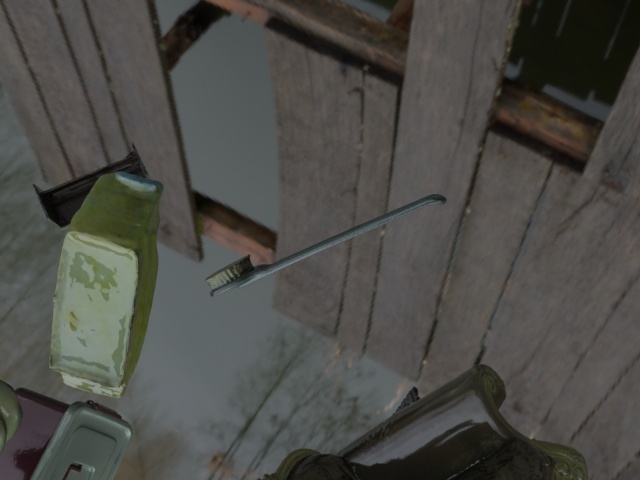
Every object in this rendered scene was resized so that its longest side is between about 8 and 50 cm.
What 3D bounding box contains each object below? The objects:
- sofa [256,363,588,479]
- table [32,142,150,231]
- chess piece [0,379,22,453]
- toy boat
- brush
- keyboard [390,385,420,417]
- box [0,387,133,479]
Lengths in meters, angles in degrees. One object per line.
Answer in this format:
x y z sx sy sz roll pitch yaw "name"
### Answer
0.058 0.209 0.607 0.200 0.258 0.182 -38 97 29 "sofa"
-0.318 -0.072 1.221 0.175 0.146 0.062 127 118 -81 "table"
-0.576 0.348 1.214 0.182 0.330 0.182 3 125 5 "chess piece"
-0.252 0.060 0.993 0.111 0.276 0.084 15 -168 3 "toy boat"
0.000 0.000 0.854 0.266 0.062 0.027 -22 97 17 "brush"
0.066 0.324 1.203 0.016 0.262 0.106 33 -177 0 "keyboard"
-0.487 0.406 1.478 0.168 0.294 0.193 15 162 27 "box"
